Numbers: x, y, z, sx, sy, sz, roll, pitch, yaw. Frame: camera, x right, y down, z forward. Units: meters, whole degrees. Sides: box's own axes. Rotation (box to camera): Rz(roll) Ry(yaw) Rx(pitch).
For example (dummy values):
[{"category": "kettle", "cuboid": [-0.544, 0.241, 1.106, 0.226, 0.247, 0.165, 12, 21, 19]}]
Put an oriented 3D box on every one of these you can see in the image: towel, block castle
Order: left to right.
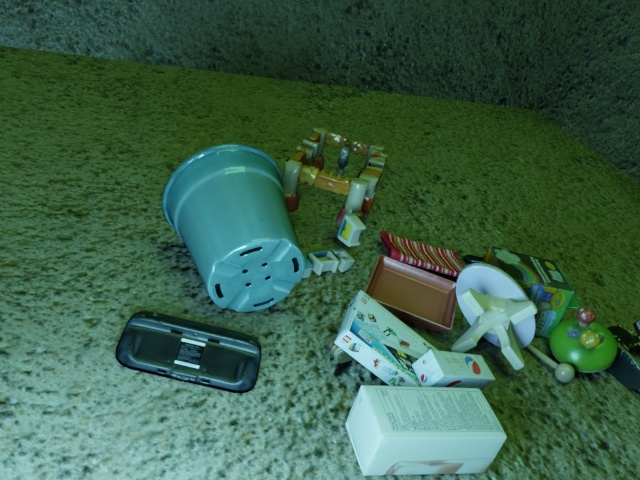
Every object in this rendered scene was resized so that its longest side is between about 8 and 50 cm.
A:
[{"category": "block castle", "cuboid": [0.042, -0.194, 2.379, 0.303, 0.213, 0.453, 17, 27, 6]}, {"category": "towel", "cuboid": [0.328, 0.045, 2.251, 0.275, 0.031, 0.199, 15, 19, -12]}]

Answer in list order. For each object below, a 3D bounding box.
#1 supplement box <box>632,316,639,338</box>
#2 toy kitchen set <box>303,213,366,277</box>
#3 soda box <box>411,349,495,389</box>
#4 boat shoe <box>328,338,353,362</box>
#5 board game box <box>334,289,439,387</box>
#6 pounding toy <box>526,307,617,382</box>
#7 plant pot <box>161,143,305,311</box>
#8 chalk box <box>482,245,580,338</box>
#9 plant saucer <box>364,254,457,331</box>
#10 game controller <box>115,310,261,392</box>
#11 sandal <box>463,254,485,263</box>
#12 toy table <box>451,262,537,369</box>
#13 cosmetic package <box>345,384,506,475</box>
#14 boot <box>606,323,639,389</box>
[{"category": "supplement box", "cuboid": [1.055, 0.290, 2.147, 0.188, 0.104, 0.081, 35, 28, -13]}, {"category": "toy kitchen set", "cuboid": [0.000, 0.000, 2.060, 0.207, 0.166, 0.122, -7, 38, -37]}, {"category": "soda box", "cuboid": [0.320, 0.314, 1.693, 0.216, 0.069, 0.074, 14, 40, -43]}, {"category": "boat shoe", "cuboid": [0.099, 0.256, 1.785, 0.178, 0.064, 0.060, -8, 40, -33]}, {"category": "board game box", "cuboid": [0.184, 0.271, 1.716, 0.305, 0.053, 0.193, 39, 29, -5]}, {"category": "pounding toy", "cuboid": [0.716, 0.272, 1.971, 0.237, 0.110, 0.183, -22, 45, -17]}, {"category": "plant pot", "cuboid": [-0.209, -0.018, 1.847, 0.341, 0.341, 0.334, 0, 41, -28]}, {"category": "chalk box", "cuboid": [0.623, 0.161, 2.118, 0.289, 0.179, 0.180, 14, 29, -9]}, {"category": "plant saucer", "cuboid": [0.264, 0.159, 2.056, 0.259, 0.048, 0.258, 20, 30, 6]}, {"category": "game controller", "cuboid": [-0.292, 0.251, 1.603, 0.319, 0.067, 0.166, 14, 44, -6]}, {"category": "sandal", "cuboid": [0.564, 0.086, 2.360, 0.179, 0.040, 0.067, 13, 21, 22]}, {"category": "toy table", "cuboid": [0.465, 0.207, 1.910, 0.274, 0.252, 0.161, 42, 26, -1]}, {"category": "cosmetic package", "cuboid": [0.224, 0.409, 1.529, 0.296, 0.129, 0.153, 7, 32, -19]}, {"category": "boot", "cuboid": [0.896, 0.328, 2.077, 0.178, 0.085, 0.236, -2, 36, -36]}]
